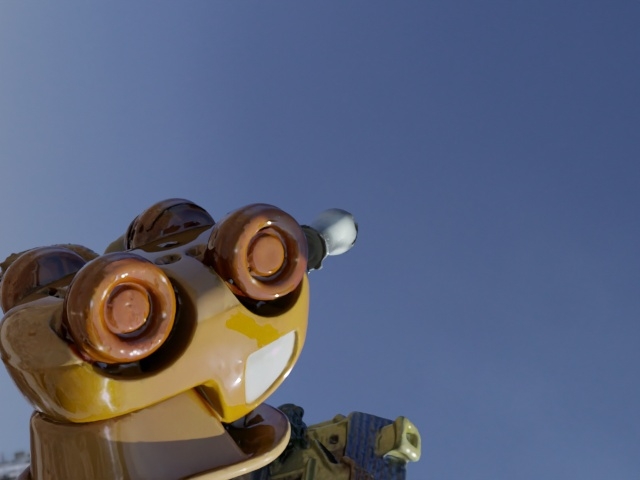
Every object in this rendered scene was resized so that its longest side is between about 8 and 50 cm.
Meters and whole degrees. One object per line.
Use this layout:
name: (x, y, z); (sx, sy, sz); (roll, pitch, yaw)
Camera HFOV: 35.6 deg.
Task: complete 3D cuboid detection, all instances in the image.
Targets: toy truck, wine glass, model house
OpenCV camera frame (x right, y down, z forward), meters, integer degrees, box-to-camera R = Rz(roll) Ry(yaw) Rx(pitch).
toy truck: (-0.139, 0.088, 0.839); (0.204, 0.288, 0.211); (4, -70, 52)
wine glass: (0.000, 0.000, 1.389); (0.072, 0.155, 0.072); (3, -79, 18)
model house: (0.021, 0.399, 1.625); (0.266, 0.261, 0.321); (-18, -140, 25)

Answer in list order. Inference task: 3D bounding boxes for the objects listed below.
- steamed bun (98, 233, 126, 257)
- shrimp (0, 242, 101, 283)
steamed bun: (-0.212, 0.097, 1.240); (0.144, 0.211, 0.218); (-12, -124, 46)
shrimp: (-0.385, 0.069, 1.398); (0.051, 0.187, 0.132); (48, 41, -70)
